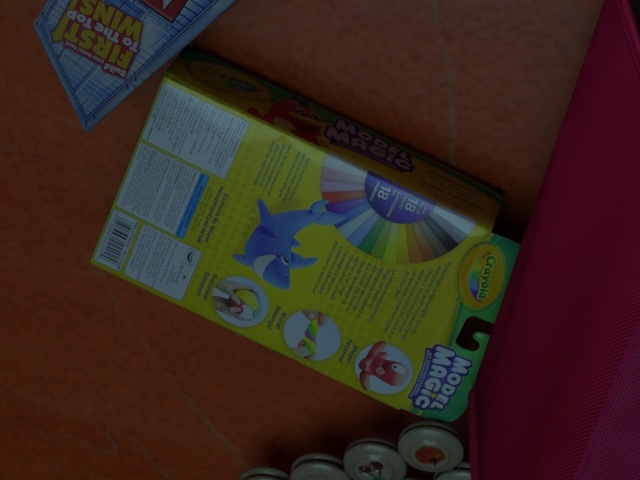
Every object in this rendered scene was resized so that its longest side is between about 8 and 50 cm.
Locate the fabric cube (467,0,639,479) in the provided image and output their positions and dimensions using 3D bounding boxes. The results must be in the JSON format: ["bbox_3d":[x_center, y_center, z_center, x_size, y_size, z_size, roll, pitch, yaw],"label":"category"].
[{"bbox_3d":[0.226,0.059,0.885,0.259,0.254,0.258,13,117,-6],"label":"fabric cube"}]

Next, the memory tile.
[{"bbox_3d":[0.036,0.155,1.110,0.148,0.012,0.113,-20,126,28],"label":"memory tile"}]

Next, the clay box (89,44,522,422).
[{"bbox_3d":[0.000,0.000,1.050,0.222,0.053,0.127,25,119,0],"label":"clay box"}]

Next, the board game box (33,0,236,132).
[{"bbox_3d":[-0.108,-0.164,0.999,0.194,0.060,0.194,35,117,-3],"label":"board game box"}]
